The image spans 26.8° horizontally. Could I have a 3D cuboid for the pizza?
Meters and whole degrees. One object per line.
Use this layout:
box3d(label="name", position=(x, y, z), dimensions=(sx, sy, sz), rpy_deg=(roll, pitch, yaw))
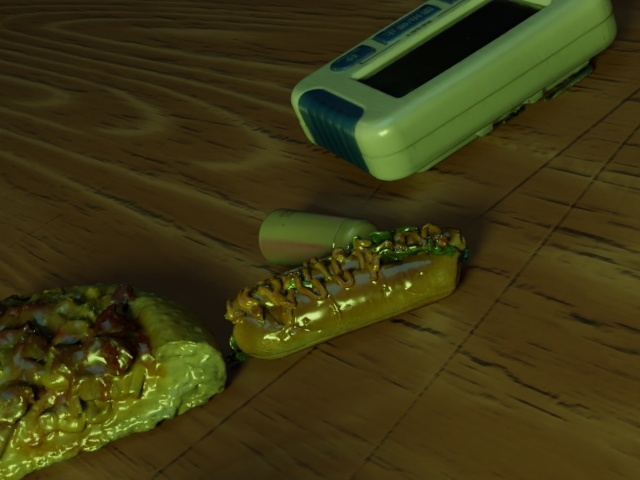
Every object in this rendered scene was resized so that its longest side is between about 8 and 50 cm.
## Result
box3d(label="pizza", position=(-0.213, 0.100, 0.971), dimensions=(0.289, 0.081, 0.229), rpy_deg=(7, 41, 44))

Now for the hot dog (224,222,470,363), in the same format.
box3d(label="hot dog", position=(0.013, 0.033, 0.935), dimensions=(0.188, 0.055, 0.072), rpy_deg=(-21, 28, 6))

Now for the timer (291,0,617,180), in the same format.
box3d(label="timer", position=(0.114, -0.145, 1.151), dimensions=(0.253, 0.078, 0.178), rpy_deg=(-32, 30, -13))

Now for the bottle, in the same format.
box3d(label="bottle", position=(0.000, 0.000, 1.016), dimensions=(0.096, 0.045, 0.045), rpy_deg=(5, 39, 43))
